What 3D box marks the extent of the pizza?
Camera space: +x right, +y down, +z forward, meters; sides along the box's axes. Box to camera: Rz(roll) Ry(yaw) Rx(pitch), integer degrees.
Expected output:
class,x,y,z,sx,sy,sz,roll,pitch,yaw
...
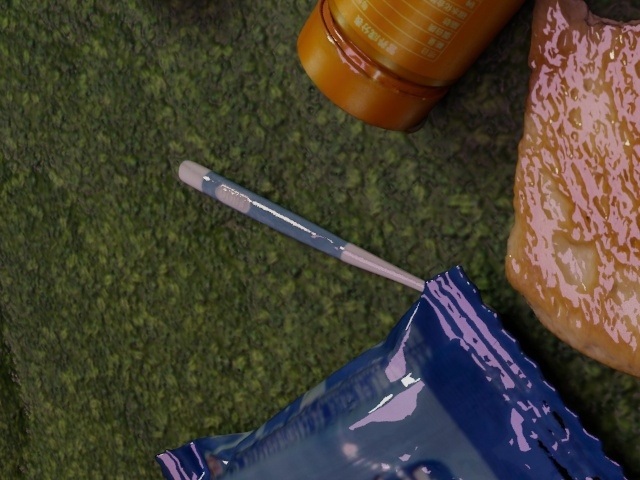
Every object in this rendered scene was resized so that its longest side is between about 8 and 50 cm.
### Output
class,x,y,z,sx,sy,sz,roll,pitch,yaw
pizza,0.176,-0.040,0.431,0.181,0.034,0.262,-17,90,33

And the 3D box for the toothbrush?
class,x,y,z,sx,sy,sz,roll,pitch,yaw
toothbrush,0.000,0.000,0.554,0.275,0.025,0.019,27,114,24

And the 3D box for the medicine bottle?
class,x,y,z,sx,sy,sz,roll,pitch,yaw
medicine bottle,0.072,-0.156,0.416,0.096,0.096,0.192,50,131,13

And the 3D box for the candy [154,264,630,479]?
class,x,y,z,sx,sy,sz,roll,pitch,yaw
candy,0.027,0.164,0.546,0.331,0.077,0.187,-39,86,35
